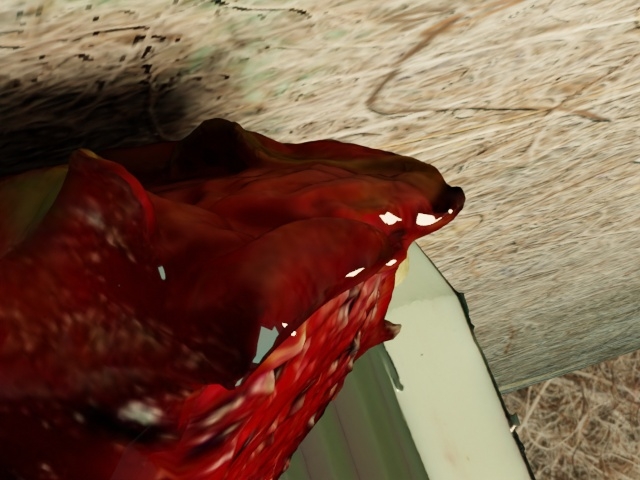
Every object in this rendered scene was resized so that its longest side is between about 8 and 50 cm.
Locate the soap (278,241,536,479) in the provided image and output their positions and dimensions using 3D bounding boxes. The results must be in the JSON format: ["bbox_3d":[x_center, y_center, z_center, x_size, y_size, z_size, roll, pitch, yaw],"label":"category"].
[{"bbox_3d":[0.042,0.122,1.140,0.091,0.231,0.145,-11,168,-41],"label":"soap"}]

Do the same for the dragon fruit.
[{"bbox_3d":[-0.093,0.015,0.729,0.286,0.228,0.329,-52,171,-39],"label":"dragon fruit"}]

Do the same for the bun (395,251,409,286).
[{"bbox_3d":[0.000,0.000,0.917,0.086,0.055,0.086,-5,168,-1],"label":"bun"}]
